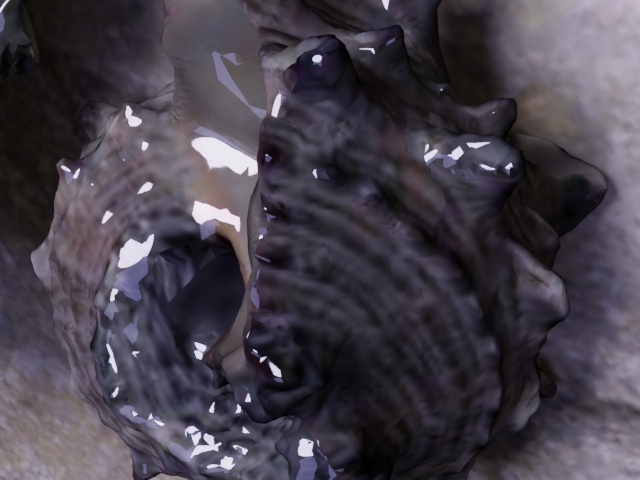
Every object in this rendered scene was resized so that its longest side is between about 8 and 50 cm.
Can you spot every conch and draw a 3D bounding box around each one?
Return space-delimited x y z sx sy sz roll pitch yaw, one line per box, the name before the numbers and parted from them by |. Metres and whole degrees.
conch | -0.013 -0.001 0.471 0.241 0.186 0.313 39 150 15

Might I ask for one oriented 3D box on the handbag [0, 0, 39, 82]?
handbag | -0.264 -0.101 0.510 0.327 0.162 0.325 37 130 20
